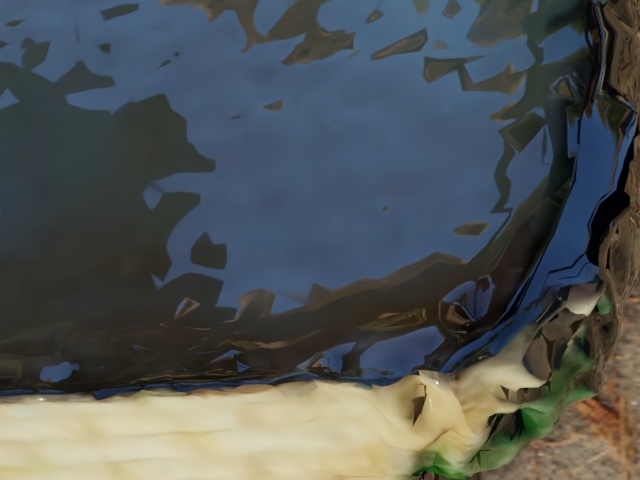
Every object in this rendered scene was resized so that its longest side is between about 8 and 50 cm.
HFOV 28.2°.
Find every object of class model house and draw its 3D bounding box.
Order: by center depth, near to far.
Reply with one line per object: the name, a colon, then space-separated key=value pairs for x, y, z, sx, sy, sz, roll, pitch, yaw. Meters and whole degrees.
model house: x=0.000 y=0.000 z=0.735 sx=0.395 sy=0.400 sz=0.445 roll=-5 pitch=51 yaw=8
